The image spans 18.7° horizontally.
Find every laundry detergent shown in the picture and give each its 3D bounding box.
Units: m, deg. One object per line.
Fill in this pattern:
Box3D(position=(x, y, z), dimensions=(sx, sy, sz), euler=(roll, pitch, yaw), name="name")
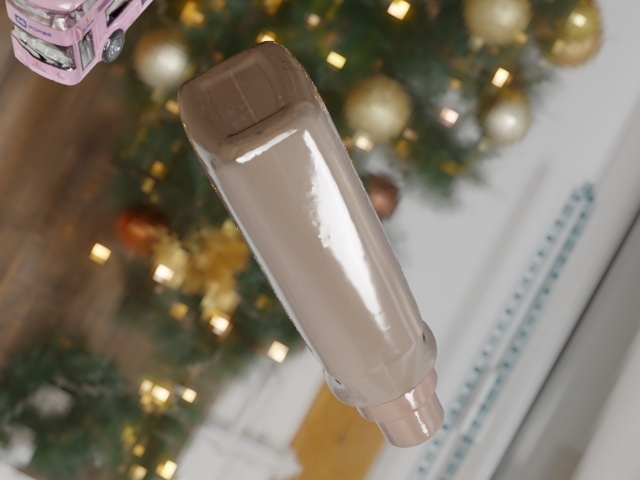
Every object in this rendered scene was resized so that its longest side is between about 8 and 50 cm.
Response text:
Box3D(position=(0.000, 0.000, 1.126), dimensions=(0.237, 0.076, 0.171), euler=(61, 180, -30), name="laundry detergent")

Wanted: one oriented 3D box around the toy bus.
Box3D(position=(-0.133, -0.199, 1.312), dimensions=(0.063, 0.203, 0.090), euler=(28, 151, 17), name="toy bus")
